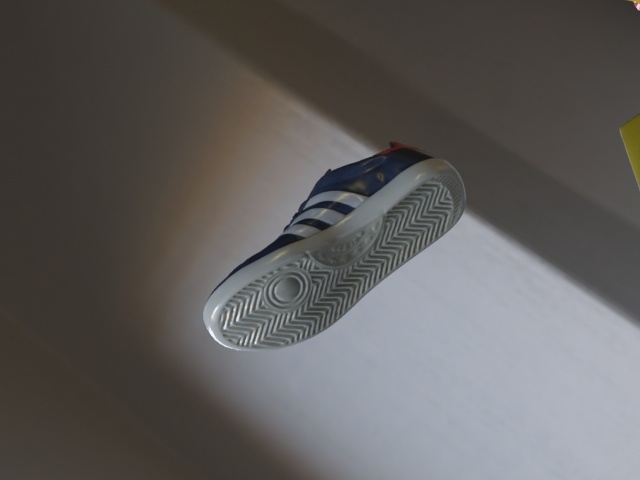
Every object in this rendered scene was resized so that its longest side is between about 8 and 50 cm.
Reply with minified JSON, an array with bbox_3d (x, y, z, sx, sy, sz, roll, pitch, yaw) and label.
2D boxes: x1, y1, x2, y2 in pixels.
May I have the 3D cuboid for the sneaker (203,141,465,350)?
[{"bbox_3d":[0.000,0.000,1.859,0.350,0.148,0.131,-31,-52,-12],"label":"sneaker"}]

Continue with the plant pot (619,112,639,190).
[{"bbox_3d":[0.473,-0.071,1.631,0.187,0.212,0.212,-45,31,30],"label":"plant pot"}]

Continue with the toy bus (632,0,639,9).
[{"bbox_3d":[0.357,-0.325,1.689,0.211,0.220,0.149,102,179,-64],"label":"toy bus"}]
